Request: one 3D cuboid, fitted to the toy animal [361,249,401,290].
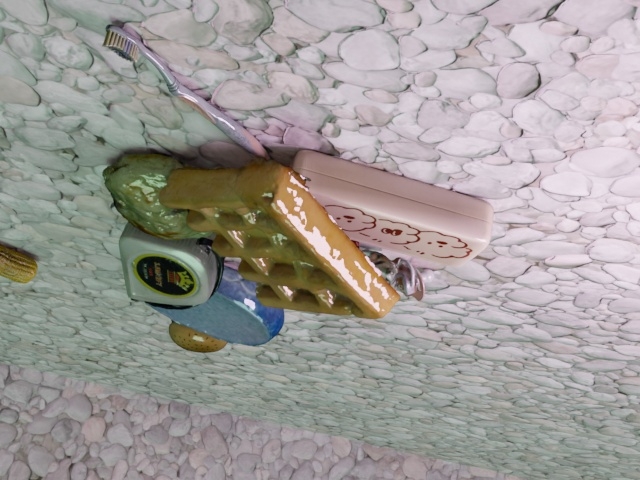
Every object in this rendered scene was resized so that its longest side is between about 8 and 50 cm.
[{"bbox_3d":[0.021,0.045,1.841,0.255,0.089,0.170,10,154,-2],"label":"toy animal"}]

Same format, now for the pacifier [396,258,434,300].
[{"bbox_3d":[0.184,0.070,1.859,0.078,0.081,0.099,-14,-165,-23],"label":"pacifier"}]

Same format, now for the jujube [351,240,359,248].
[{"bbox_3d":[0.003,-0.002,1.689,0.166,0.104,0.104,20,168,40],"label":"jujube"}]

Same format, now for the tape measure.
[{"bbox_3d":[-0.284,0.047,1.914,0.207,0.115,0.235,11,141,5],"label":"tape measure"}]

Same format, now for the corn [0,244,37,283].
[{"bbox_3d":[-0.743,0.041,2.220,0.203,0.072,0.072,28,153,-34],"label":"corn"}]

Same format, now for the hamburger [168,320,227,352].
[{"bbox_3d":[-0.281,0.192,2.273,0.175,0.136,0.175,11,155,5],"label":"hamburger"}]

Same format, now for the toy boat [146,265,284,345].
[{"bbox_3d":[-0.230,0.111,2.118,0.330,0.123,0.215,21,144,0],"label":"toy boat"}]

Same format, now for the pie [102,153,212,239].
[{"bbox_3d":[-0.286,-0.068,1.700,0.201,0.090,0.248,8,155,15],"label":"pie"}]

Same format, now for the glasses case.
[{"bbox_3d":[0.102,-0.048,1.573,0.337,0.076,0.144,15,158,-9],"label":"glasses case"}]

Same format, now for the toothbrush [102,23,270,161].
[{"bbox_3d":[-0.180,-0.201,1.401,0.028,0.037,0.375,0,158,34],"label":"toothbrush"}]

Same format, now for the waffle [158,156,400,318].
[{"bbox_3d":[-0.067,0.004,1.568,0.304,0.077,0.348,4,146,46],"label":"waffle"}]
